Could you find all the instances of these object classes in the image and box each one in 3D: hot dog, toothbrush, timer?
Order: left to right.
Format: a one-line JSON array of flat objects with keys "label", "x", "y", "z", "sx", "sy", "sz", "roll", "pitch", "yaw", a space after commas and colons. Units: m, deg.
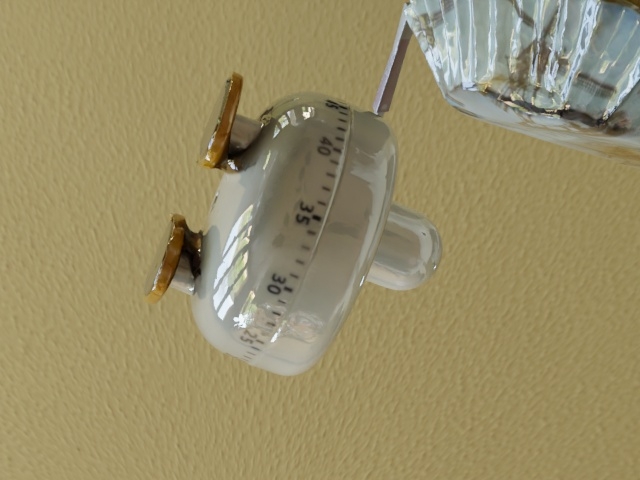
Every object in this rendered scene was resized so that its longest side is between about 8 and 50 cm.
[{"label": "timer", "x": 0.000, "y": 0.000, "z": 1.130, "sx": 0.240, "sy": 0.233, "sz": 0.233, "roll": 21, "pitch": -106, "yaw": -11}, {"label": "toothbrush", "x": 0.059, "y": -0.131, "z": 1.225, "sx": 0.014, "sy": 0.194, "sz": 0.017, "roll": -8, "pitch": -133, "yaw": -23}, {"label": "hot dog", "x": 0.162, "y": -0.065, "z": 0.576, "sx": 0.270, "sy": 0.163, "sz": 0.081, "roll": 10, "pitch": -89, "yaw": -37}]
